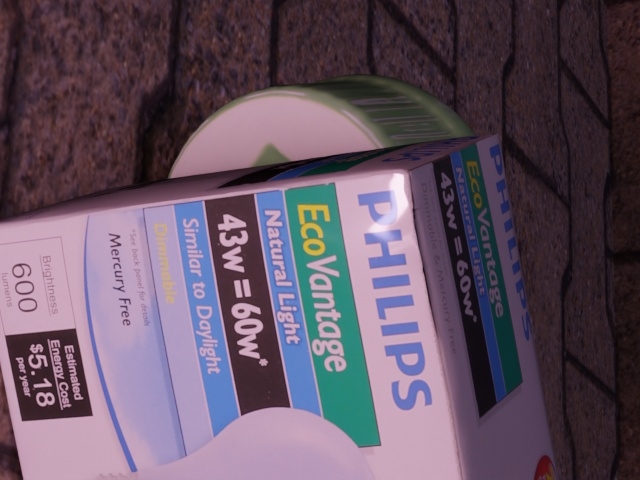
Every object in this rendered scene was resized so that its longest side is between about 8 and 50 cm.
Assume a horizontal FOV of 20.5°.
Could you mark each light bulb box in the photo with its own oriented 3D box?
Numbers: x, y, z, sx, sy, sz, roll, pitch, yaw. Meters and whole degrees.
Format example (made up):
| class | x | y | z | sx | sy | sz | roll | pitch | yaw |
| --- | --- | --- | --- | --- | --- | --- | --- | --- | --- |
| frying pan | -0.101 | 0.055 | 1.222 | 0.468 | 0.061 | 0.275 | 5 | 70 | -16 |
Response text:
| class | x | y | z | sx | sy | sz | roll | pitch | yaw |
| --- | --- | --- | --- | --- | --- | --- | --- | --- | --- |
| light bulb box | -0.030 | 0.121 | 1.378 | 0.225 | 0.361 | 0.358 | -26 | 106 | -65 |

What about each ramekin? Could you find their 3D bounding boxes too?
| class | x | y | z | sx | sy | sz | roll | pitch | yaw |
| --- | --- | --- | --- | --- | --- | --- | --- | --- | --- |
| ramekin | 0.000 | 0.000 | 1.573 | 0.148 | 0.303 | 0.303 | -3 | 86 | -59 |
